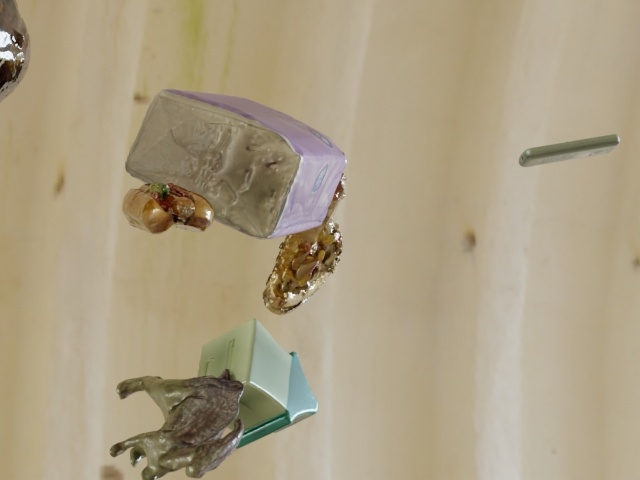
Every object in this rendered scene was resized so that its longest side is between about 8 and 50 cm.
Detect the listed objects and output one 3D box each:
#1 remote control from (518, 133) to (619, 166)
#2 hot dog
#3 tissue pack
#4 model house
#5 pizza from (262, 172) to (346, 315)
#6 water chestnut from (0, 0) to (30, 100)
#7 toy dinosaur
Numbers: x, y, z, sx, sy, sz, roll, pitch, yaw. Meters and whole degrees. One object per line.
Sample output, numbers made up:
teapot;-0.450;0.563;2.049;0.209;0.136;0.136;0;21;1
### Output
remote control;0.312;-0.113;1.641;0.124;0.018;0.053;-10;-11;-5
hot dog;-0.188;-0.041;1.589;0.092;0.062;0.235;0;4;-22
tissue pack;-0.113;-0.119;1.939;0.242;0.160;0.338;25;8;9
model house;-0.084;0.202;1.744;0.100;0.127;0.149;-30;-57;28
pizza;0.000;0.000;2.365;0.074;0.288;0.251;25;5;14
water chestnut;-0.540;-0.223;1.719;0.335;0.335;0.347;-9;-48;5
toy dinosaur;-0.162;0.219;1.538;0.162;0.294;0.077;-20;-64;4
